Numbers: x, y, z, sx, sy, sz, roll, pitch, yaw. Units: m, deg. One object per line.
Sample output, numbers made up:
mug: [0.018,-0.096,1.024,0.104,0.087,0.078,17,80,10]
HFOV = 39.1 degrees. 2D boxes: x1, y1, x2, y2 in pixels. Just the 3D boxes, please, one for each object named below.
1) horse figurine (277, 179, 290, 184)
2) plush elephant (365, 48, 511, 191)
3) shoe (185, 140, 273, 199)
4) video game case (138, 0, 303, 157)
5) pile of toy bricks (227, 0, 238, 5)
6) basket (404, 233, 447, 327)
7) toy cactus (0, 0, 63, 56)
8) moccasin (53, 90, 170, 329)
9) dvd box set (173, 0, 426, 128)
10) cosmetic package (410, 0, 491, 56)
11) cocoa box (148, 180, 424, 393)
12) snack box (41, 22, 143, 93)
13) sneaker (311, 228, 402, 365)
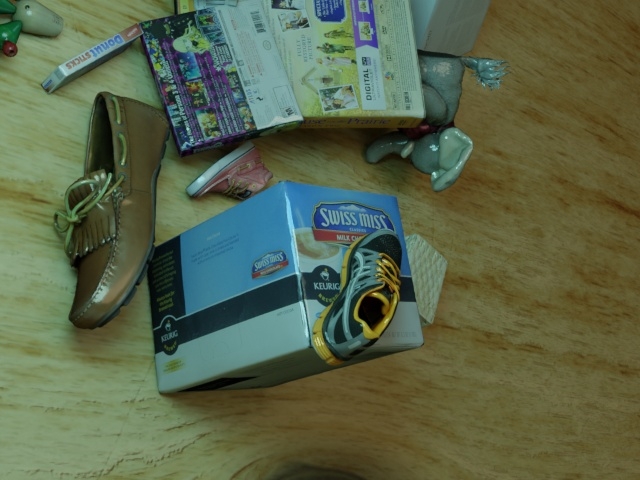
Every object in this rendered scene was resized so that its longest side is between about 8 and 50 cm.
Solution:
horse figurine: [0.000,0.000,1.613,0.263,0.066,0.174,34,47,-33]
plush elephant: [0.192,-0.242,1.778,0.272,0.330,0.255,-80,175,-72]
shoe: [-0.147,-0.100,1.511,0.081,0.063,0.178,53,41,-7]
video game case: [-0.162,-0.268,1.465,0.210,0.042,0.232,-17,79,-17]
pile of toy bricks: [-0.161,-0.499,1.498,0.118,0.105,0.212,11,49,-2]
basket: [0.160,0.081,1.704,0.113,0.103,0.167,40,50,-27]
toy cactus: [-0.453,-0.348,1.306,0.180,0.112,0.219,13,56,-51]
moccasin: [-0.309,-0.053,1.286,0.147,0.139,0.380,26,57,-33]
dvd box set: [-0.040,-0.342,1.571,0.420,0.062,0.307,-3,73,-14]
cosmetic package: [0.281,-0.553,1.900,0.097,0.377,0.284,33,39,20]
cocoa box: [-0.064,0.079,1.316,0.231,0.347,0.228,5,70,-43]
snack box: [-0.350,-0.282,1.391,0.022,0.064,0.178,53,46,-9]
sneaker: [0.067,0.066,1.136,0.084,0.083,0.215,43,48,-21]
